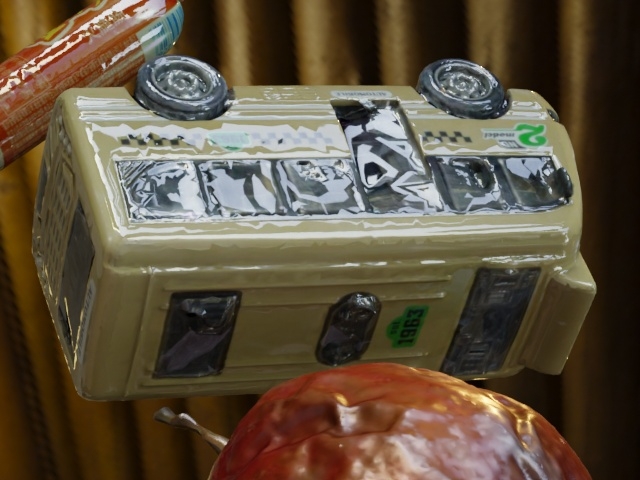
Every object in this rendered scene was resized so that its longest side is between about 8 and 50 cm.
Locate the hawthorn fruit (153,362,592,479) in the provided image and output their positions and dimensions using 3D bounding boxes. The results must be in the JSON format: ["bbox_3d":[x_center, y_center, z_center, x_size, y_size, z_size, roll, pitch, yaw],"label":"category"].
[{"bbox_3d":[0.012,0.162,0.950,0.271,0.242,0.242,33,-50,33],"label":"hawthorn fruit"}]

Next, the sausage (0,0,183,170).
[{"bbox_3d":[-0.205,-0.133,1.443,0.083,0.264,0.083,38,-29,26],"label":"sausage"}]

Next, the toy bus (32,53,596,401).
[{"bbox_3d":[0.000,0.000,1.218,0.202,0.365,0.177,-112,-153,-43],"label":"toy bus"}]
